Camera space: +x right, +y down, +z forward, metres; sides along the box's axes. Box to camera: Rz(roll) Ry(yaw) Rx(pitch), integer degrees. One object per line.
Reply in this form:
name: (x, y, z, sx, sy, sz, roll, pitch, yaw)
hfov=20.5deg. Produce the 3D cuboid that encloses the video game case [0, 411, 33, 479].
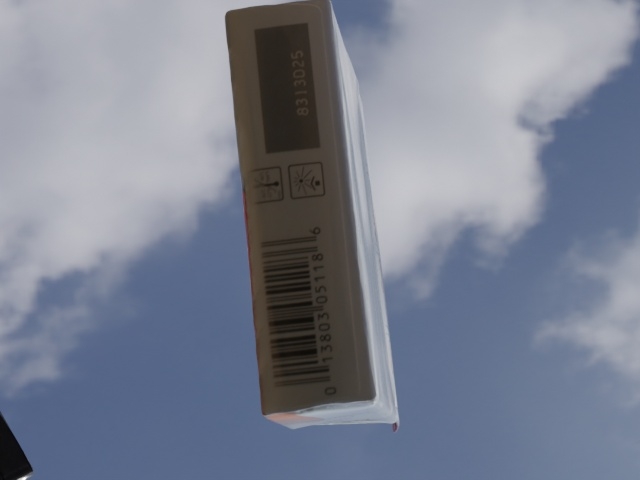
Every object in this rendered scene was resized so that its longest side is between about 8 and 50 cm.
video game case: (-0.244, 0.056, 0.784, 0.248, 0.035, 0.275, 58, -40, 13)

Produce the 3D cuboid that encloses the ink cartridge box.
ink cartridge box: (0.000, 0.000, 0.681, 0.045, 0.179, 0.145, -6, -100, 2)
